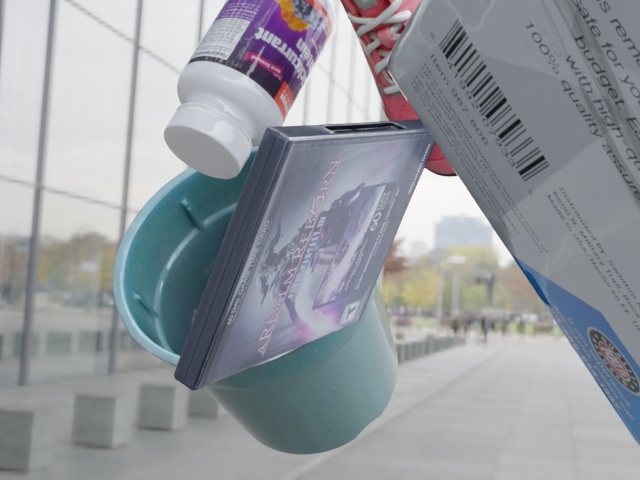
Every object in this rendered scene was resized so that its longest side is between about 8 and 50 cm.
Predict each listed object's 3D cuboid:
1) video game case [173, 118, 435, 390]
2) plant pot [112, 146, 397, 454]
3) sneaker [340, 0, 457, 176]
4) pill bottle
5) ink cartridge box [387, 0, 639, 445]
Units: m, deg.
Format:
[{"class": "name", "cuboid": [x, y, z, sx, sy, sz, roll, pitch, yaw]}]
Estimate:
[{"class": "video game case", "cuboid": [0.000, 0.000, 0.854, 0.026, 0.196, 0.274, 29, 19, 20]}, {"class": "plant pot", "cuboid": [-0.051, 0.105, 1.462, 0.341, 0.341, 0.334, 2, -35, 22]}, {"class": "sneaker", "cuboid": [0.058, -0.200, 0.950, 0.116, 0.313, 0.136, -16, 2, 34]}, {"class": "pill bottle", "cuboid": [-0.070, -0.158, 1.039, 0.108, 0.193, 0.108, 22, -25, 11]}, {"class": "ink cartridge box", "cuboid": [0.202, -0.060, 0.475, 0.166, 0.285, 0.395, -33, -3, -10]}]
